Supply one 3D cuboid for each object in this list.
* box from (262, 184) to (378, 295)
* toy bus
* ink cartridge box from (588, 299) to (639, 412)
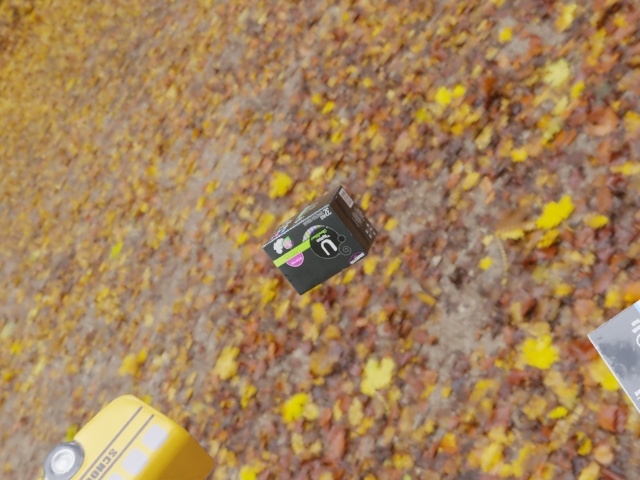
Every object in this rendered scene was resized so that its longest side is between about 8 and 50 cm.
[{"bbox_3d":[0.000,0.000,0.877,0.083,0.062,0.052,-33,12,27],"label":"box"},{"bbox_3d":[-0.272,0.331,1.009,0.130,0.108,0.332,24,65,33],"label":"toy bus"},{"bbox_3d":[0.468,0.145,1.135,0.206,0.045,0.208,-39,61,17],"label":"ink cartridge box"}]
